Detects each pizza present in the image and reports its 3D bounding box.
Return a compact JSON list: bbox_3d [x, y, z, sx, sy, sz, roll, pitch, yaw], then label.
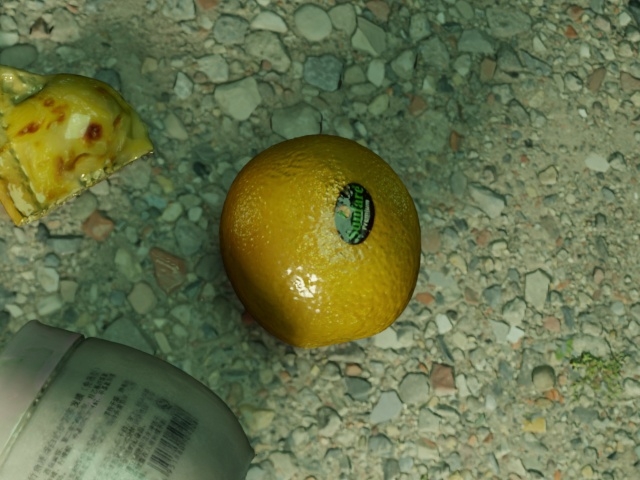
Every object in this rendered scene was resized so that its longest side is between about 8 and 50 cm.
[{"bbox_3d":[-0.293,-0.140,1.345,0.188,0.080,0.204,-27,82,-25],"label":"pizza"}]

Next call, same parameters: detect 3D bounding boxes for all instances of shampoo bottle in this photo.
[{"bbox_3d":[-0.221,0.228,1.147,0.266,0.273,0.273,29,66,0],"label":"shampoo bottle"}]

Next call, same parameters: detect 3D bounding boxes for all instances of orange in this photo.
[{"bbox_3d":[0.000,0.000,1.330,0.236,0.236,0.236,6,71,-18],"label":"orange"}]
